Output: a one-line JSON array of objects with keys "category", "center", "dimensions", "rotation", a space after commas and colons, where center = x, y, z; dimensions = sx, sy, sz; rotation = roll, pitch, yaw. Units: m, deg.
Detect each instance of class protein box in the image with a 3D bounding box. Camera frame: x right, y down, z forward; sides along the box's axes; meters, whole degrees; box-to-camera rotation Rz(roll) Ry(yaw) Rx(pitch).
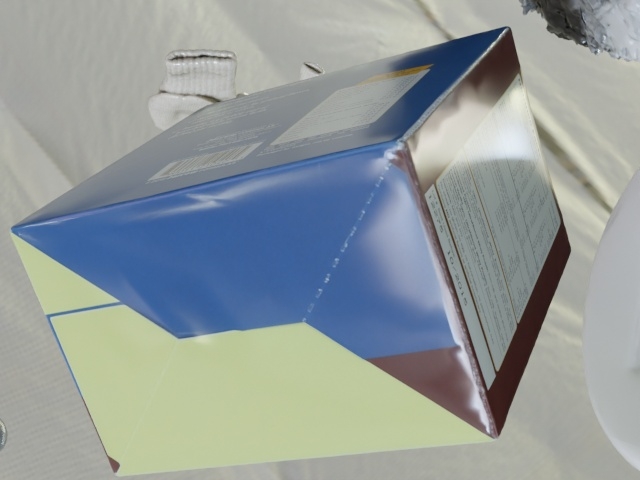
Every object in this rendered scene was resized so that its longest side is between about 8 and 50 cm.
[{"category": "protein box", "center": [0.000, 0.000, 0.553], "dimensions": [0.201, 0.199, 0.136], "rotation": [-47, -58, -59]}]

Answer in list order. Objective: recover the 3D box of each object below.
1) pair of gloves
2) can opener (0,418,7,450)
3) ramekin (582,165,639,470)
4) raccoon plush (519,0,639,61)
[{"category": "pair of gloves", "center": [-0.066, -0.146, 1.199], "dimensions": [0.240, 0.204, 0.042], "rotation": [4, -105, -15]}, {"category": "can opener", "center": [-0.306, 0.134, 0.808], "dimensions": [0.095, 0.283, 0.076], "rotation": [-20, -88, -26]}, {"category": "ramekin", "center": [0.281, 0.039, 0.664], "dimensions": [0.135, 0.277, 0.277], "rotation": [18, -134, -18]}, {"category": "raccoon plush", "center": [0.051, -0.297, 0.729], "dimensions": [0.299, 0.216, 0.446], "rotation": [11, -161, -34]}]
